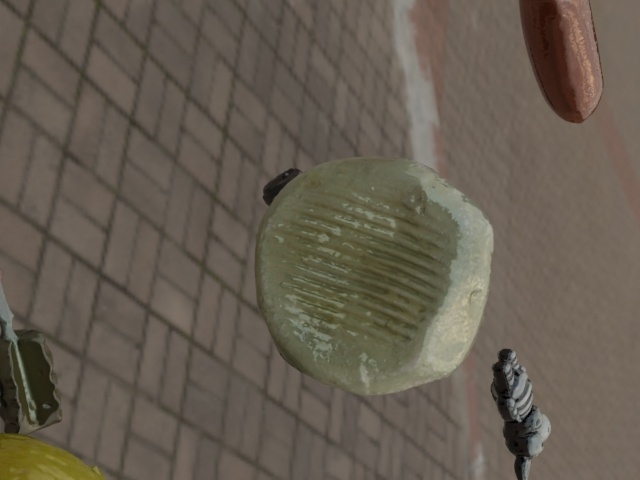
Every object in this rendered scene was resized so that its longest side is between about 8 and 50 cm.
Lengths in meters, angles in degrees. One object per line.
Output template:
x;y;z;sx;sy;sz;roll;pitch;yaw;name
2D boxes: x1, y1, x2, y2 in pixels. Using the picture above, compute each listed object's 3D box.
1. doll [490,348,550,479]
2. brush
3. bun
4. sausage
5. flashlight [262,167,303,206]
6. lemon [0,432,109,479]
0.298;0.259;1.767;0.091;0.067;0.219;-59;139;-49;doll
-0.397;0.105;1.506;0.084;0.071;0.301;-24;108;-43;brush
0.051;0.035;1.070;0.133;0.231;0.231;31;57;-66;bun
0.243;-0.200;1.198;0.194;0.077;0.077;67;30;-41;sausage
0.000;0.000;1.749;0.232;0.093;0.093;60;32;-16;flashlight
-0.367;0.412;1.265;0.364;0.364;0.364;25;62;-61;lemon
